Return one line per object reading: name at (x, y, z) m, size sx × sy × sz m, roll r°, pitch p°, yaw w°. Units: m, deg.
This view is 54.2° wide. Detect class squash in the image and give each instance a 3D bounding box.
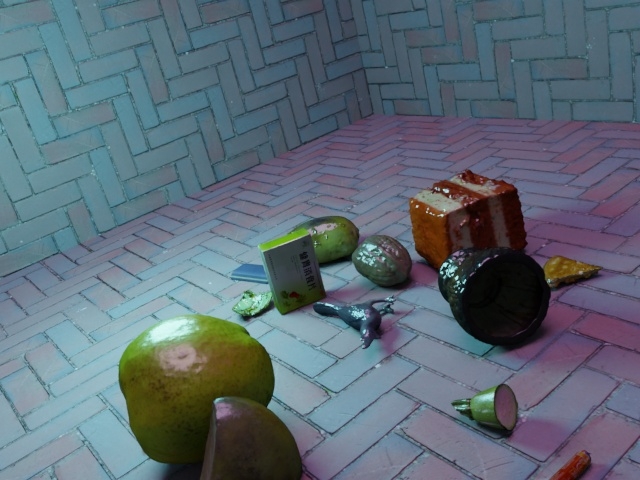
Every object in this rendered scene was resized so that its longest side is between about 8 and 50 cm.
squash at (0.374, 0.391, 1.447) m, size 0.132 × 0.105 × 0.105 m, roll -20°, pitch 15°, yaw 41°

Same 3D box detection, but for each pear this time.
pear at (-0.299, 0.360, 1.552) m, size 0.392 × 0.390 × 0.391 m, roll -12°, pitch 23°, yaw 5°

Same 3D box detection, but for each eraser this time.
eraser at (-0.257, 0.128, 2.465) m, size 0.225 × 0.036 × 0.082 m, roll 4°, pitch 29°, yaw 37°

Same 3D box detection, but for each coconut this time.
coconut at (-0.242, 0.223, 2.216) m, size 0.158 × 0.055 × 0.133 m, roll -21°, pitch 22°, yaw -18°

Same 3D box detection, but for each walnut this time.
walnut at (0.220, 0.071, 2.160) m, size 0.178 × 0.178 × 0.230 m, roll -26°, pitch 37°, yaw -25°

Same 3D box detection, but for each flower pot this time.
flower pot at (0.467, 0.134, 1.762) m, size 0.267 × 0.266 × 0.267 m, roll -17°, pitch 13°, yaw -6°

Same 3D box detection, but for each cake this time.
cake at (0.499, -0.060, 2.153) m, size 0.320 × 0.269 × 0.269 m, roll -23°, pitch 24°, yaw -15°

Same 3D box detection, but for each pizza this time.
pizza at (0.775, 0.091, 1.934) m, size 0.176 × 0.036 × 0.184 m, roll -6°, pitch 23°, yaw 15°

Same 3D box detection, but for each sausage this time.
sausage at (0.501, 0.461, 1.251) m, size 0.130 × 0.034 × 0.034 m, roll -27°, pitch 26°, yaw -27°

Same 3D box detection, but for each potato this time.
potato at (0.000, 0.000, 2.434) m, size 0.308 × 0.173 × 0.210 m, roll -16°, pitch 25°, yaw -10°
potato at (-0.179, 0.469, 1.359) m, size 0.270 × 0.255 × 0.112 m, roll -22°, pitch 23°, yaw -17°

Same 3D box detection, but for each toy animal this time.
toy animal at (0.135, 0.227, 1.948) m, size 0.206 × 0.081 × 0.367 m, roll -21°, pitch 20°, yaw -19°

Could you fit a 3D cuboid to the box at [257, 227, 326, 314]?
box at (-0.094, 0.107, 2.130) m, size 0.175 × 0.260 × 0.062 m, roll -21°, pitch 27°, yaw -14°
